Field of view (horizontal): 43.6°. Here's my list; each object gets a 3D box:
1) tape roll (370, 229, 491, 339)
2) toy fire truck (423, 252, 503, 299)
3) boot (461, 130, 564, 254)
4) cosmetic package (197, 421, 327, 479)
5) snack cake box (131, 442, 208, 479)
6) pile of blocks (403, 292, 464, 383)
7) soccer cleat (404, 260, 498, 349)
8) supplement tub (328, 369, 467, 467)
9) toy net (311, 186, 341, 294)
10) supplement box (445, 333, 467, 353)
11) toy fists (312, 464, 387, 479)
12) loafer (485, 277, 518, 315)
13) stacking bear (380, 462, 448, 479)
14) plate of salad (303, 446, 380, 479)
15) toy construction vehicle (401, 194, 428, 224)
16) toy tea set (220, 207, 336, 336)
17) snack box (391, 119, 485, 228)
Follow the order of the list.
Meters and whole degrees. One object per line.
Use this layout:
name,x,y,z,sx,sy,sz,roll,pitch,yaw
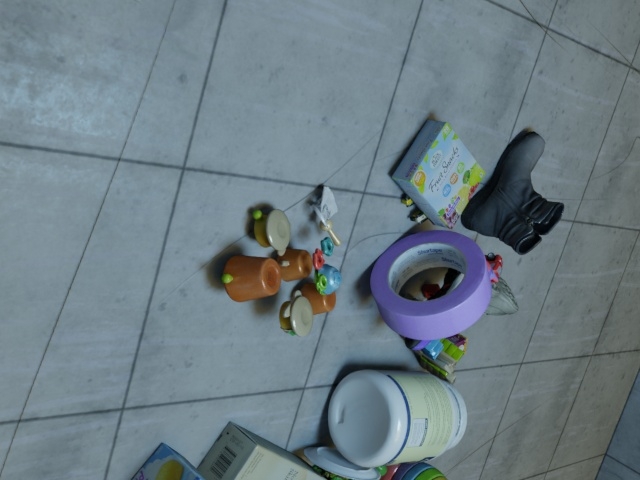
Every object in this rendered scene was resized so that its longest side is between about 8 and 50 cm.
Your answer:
tape roll,0.261,0.102,1.891,0.275,0.275,0.090,-42,135,-21
toy fire truck,0.378,0.099,2.106,0.047,0.192,0.135,60,38,-44
boot,0.550,-0.120,2.096,0.338,0.223,0.118,-55,136,-8
cosmetic package,-0.135,0.557,1.863,0.160,0.113,0.309,-56,136,-7
snack cake box,-0.348,0.569,1.633,0.264,0.152,0.089,-50,136,-13
pile of blocks,0.302,0.254,2.103,0.112,0.149,0.362,-50,136,-13
soccer cleat,0.328,0.163,1.974,0.116,0.109,0.318,45,65,-10
supplement tub,0.203,0.450,2.043,0.325,0.235,0.235,11,102,-46
toy net,0.000,0.000,1.707,0.122,0.045,0.232,4,79,-59
supplement box,0.375,0.304,2.277,0.083,0.043,0.054,-18,124,-36
toy fists,0.064,0.637,2.109,0.279,0.096,0.142,-27,128,-34
loafer,0.469,0.158,2.264,0.112,0.112,0.319,-32,148,22
stacking bear,0.314,0.735,2.257,0.176,0.289,0.164,-3,113,-43
plate of salad,0.051,0.560,1.977,0.200,0.200,0.048,15,93,-47
toy construction vehicle,0.240,-0.091,1.956,0.098,0.035,0.085,-35,120,-30
toy tea set,-0.095,0.093,1.692,0.336,0.124,0.200,56,40,-41
snack box,0.285,-0.156,1.908,0.207,0.070,0.174,42,74,-38
